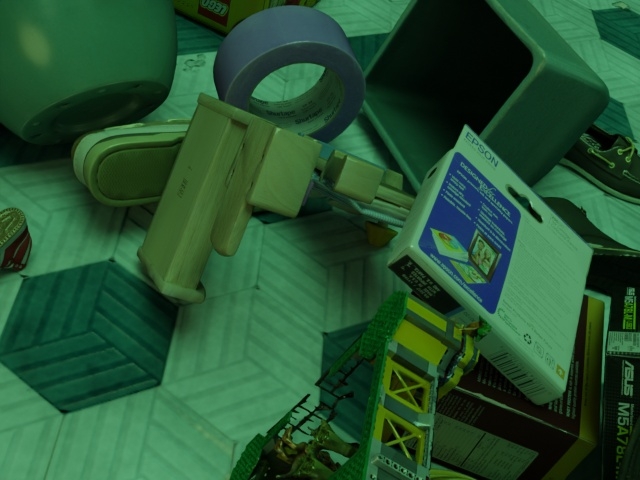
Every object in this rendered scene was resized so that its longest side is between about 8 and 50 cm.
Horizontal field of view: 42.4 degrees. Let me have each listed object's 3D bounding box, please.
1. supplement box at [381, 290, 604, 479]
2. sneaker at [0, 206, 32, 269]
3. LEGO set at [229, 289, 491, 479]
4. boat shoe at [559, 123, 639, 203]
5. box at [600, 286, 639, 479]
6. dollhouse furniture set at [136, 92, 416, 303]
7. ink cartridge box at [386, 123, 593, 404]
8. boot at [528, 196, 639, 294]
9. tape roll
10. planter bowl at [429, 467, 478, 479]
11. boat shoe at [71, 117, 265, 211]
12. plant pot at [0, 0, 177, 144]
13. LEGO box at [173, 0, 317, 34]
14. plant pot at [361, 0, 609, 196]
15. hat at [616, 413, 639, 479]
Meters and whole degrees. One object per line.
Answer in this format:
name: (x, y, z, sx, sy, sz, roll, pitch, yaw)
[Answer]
supplement box: (0.178, 0.134, 0.874, 0.194, 0.129, 0.191, 21, 45, 1)
sneaker: (-0.351, 0.023, 0.866, 0.042, 0.067, 0.118, 39, 66, 13)
LEGO set: (0.055, 0.223, 0.642, 0.192, 0.331, 0.255, 33, 27, -11)
boat shoe: (0.430, -0.130, 1.247, 0.228, 0.068, 0.081, 29, 46, 10)
box: (0.303, 0.160, 0.816, 0.045, 0.184, 0.191, 0, 15, 22)
dollhouse furniture set: (0.000, 0.000, 0.887, 0.303, 0.198, 0.286, 19, 8, -27)
ink cartridge box: (0.175, 0.017, 0.806, 0.206, 0.045, 0.208, 42, 45, -12)
boot: (0.379, 0.000, 1.110, 0.198, 0.076, 0.137, 15, 40, -6)
tape roll: (-0.041, -0.206, 1.082, 0.189, 0.189, 0.080, -2, 49, -20)
planter bowl: (0.124, 0.284, 0.743, 0.217, 0.090, 0.217, 9, 47, -10)
boat shoe: (-0.147, -0.102, 1.000, 0.302, 0.113, 0.103, 0, 25, -36)
plant pot: (-0.305, -0.254, 0.981, 0.293, 0.293, 0.235, -18, 84, -31)
LEGO box: (-0.212, -0.569, 1.365, 0.500, 0.193, 0.372, 27, 46, 9)
plant pot: (0.247, -0.205, 1.150, 0.252, 0.248, 0.247, 5, 44, -39)
hat: (0.420, 0.203, 0.743, 0.331, 0.331, 0.134, -20, 22, -32)
